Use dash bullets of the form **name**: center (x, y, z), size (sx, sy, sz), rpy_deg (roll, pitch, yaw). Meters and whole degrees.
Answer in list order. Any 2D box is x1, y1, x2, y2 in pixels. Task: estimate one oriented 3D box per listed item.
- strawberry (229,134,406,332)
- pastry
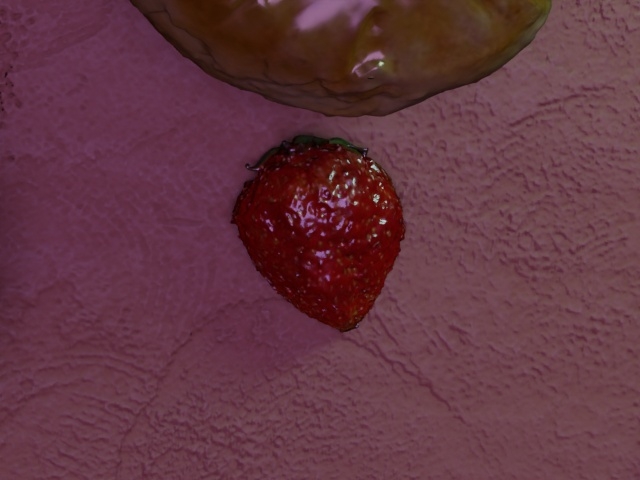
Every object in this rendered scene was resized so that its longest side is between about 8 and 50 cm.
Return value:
- **strawberry**: center (0.000, 0.000, 1.637), size (0.147, 0.082, 0.187), rpy_deg (-12, 108, 6)
- **pastry**: center (0.020, -0.295, 1.476), size (0.410, 0.245, 0.409), rpy_deg (-2, 104, -7)
